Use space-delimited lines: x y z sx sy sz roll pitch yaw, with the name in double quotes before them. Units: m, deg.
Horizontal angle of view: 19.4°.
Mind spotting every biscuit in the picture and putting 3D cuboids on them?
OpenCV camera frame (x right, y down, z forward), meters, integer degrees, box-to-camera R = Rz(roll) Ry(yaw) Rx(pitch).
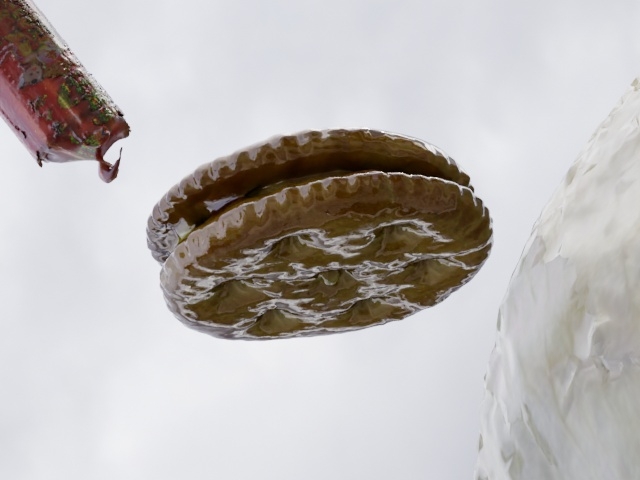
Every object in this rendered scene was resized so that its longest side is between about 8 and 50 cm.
"biscuit" 0.000 0.000 1.190 0.220 0.220 0.066 28 -136 -54

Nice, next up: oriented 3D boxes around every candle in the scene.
"candle" -0.141 -0.080 0.918 0.052 0.130 0.052 -39 -6 -5

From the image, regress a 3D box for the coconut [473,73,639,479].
"coconut" 0.233 0.083 0.573 0.404 0.404 0.404 -29 -48 -39
